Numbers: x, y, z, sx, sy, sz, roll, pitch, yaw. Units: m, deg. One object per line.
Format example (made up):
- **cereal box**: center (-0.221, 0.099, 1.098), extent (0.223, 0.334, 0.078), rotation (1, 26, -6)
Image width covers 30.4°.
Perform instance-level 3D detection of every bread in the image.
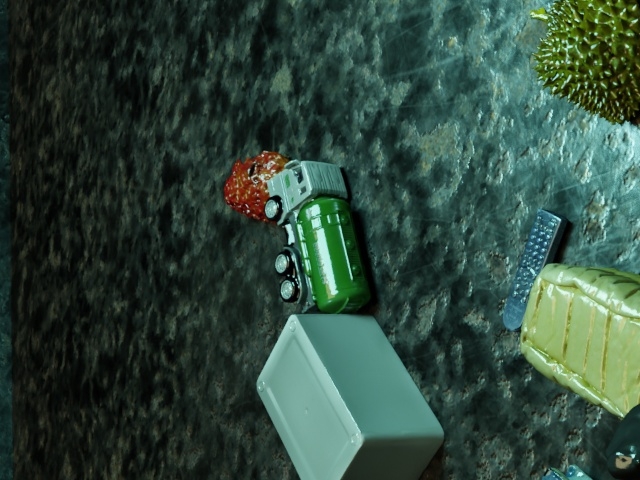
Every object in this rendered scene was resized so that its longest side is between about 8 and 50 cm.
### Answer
- **bread**: center (0.319, 0.107, 1.242), extent (0.236, 0.106, 0.140), rotation (31, 111, 53)

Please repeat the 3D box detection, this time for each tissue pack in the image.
- **tissue pack**: center (0.034, 0.234, 1.636), extent (0.159, 0.136, 0.246), rotation (-62, 40, 31)

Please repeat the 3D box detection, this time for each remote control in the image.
- **remote control**: center (0.257, 0.039, 1.419), extent (0.043, 0.027, 0.152), rotation (40, 118, 58)

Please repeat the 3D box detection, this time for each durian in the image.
- **durian**: center (0.291, -0.229, 1.331), extent (0.208, 0.102, 0.146), rotation (55, 136, 49)

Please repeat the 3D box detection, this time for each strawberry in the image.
- **strawberry**: center (-0.111, -0.082, 1.940), extent (0.188, 0.082, 0.121), rotation (-11, 81, 53)

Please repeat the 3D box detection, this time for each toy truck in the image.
- **toy truck**: center (0.000, 0.000, 1.747), extent (0.125, 0.101, 0.242), rotation (-35, 61, 44)

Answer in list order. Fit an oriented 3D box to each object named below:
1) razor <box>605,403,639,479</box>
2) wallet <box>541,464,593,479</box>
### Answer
- **razor**: center (0.415, 0.214, 1.033), extent (0.327, 0.107, 0.189), rotation (-18, 114, 52)
- **wallet**: center (0.306, 0.350, 1.281), extent (0.202, 0.059, 0.141), rotation (46, 130, 51)
